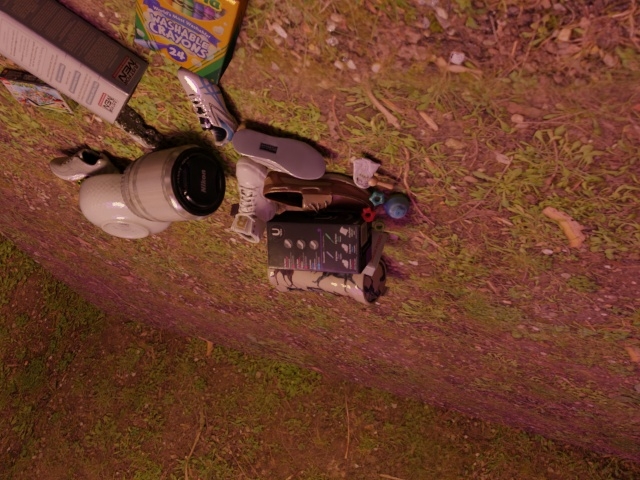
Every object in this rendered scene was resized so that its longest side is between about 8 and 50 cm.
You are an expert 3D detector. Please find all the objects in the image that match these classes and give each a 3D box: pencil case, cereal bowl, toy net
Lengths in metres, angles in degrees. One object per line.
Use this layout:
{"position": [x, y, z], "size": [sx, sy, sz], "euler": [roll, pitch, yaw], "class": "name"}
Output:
{"position": [0.027, 0.121, 1.991], "size": [0.409, 0.160, 0.183], "euler": [6, 159, 31], "class": "pencil case"}
{"position": [-0.677, -0.098, 2.022], "size": [0.338, 0.141, 0.339], "euler": [2, 160, 1], "class": "cereal bowl"}
{"position": [0.140, -0.129, 1.521], "size": [0.122, 0.045, 0.232], "euler": [-29, 120, 17], "class": "toy net"}

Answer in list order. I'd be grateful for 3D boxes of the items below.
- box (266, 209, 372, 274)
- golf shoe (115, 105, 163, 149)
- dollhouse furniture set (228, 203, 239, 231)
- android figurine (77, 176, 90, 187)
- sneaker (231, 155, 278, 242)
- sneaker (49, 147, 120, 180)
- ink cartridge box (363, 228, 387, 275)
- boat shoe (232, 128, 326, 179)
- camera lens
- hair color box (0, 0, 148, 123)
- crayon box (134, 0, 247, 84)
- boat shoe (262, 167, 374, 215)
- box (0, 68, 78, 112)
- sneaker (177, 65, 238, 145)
{"position": [0.000, 0.000, 1.627], "size": [0.270, 0.165, 0.144], "euler": [2, 105, 16], "class": "box"}
{"position": [-0.553, -0.326, 1.692], "size": [0.086, 0.069, 0.176], "euler": [3, 148, 45], "class": "golf shoe"}
{"position": [-0.239, -0.071, 1.933], "size": [0.114, 0.091, 0.081], "euler": [-6, 158, 39], "class": "dollhouse furniture set"}
{"position": [-0.806, -0.164, 2.200], "size": [0.248, 0.056, 0.273], "euler": [16, 153, 10], "class": "android figurine"}
{"position": [-0.209, -0.106, 1.730], "size": [0.108, 0.169, 0.293], "euler": [14, 152, 19], "class": "sneaker"}
{"position": [-0.825, -0.274, 1.983], "size": [0.262, 0.099, 0.121], "euler": [7, 144, 13], "class": "sneaker"}
{"position": [0.103, 0.018, 1.769], "size": [0.175, 0.128, 0.072], "euler": [20, 156, 5], "class": "ink cartridge box"}
{"position": [-0.105, -0.230, 1.523], "size": [0.258, 0.095, 0.084], "euler": [24, -178, 2], "class": "boat shoe"}
{"position": [-0.439, -0.166, 1.728], "size": [0.274, 0.220, 0.219], "euler": [-2, 146, 39], "class": "camera lens"}
{"position": [-0.639, -0.469, 1.428], "size": [0.374, 0.114, 0.185], "euler": [33, 152, -20], "class": "hair color box"}
{"position": [-0.259, -0.478, 1.155], "size": [0.203, 0.083, 0.323], "euler": [26, 153, -9], "class": "crayon box"}
{"position": [-0.011, -0.120, 1.606], "size": [0.324, 0.117, 0.123], "euler": [14, 153, 15], "class": "boat shoe"}
{"position": [-0.839, -0.445, 1.713], "size": [0.206, 0.036, 0.114], "euler": [13, 152, 18], "class": "box"}
{"position": [-0.285, -0.334, 1.446], "size": [0.085, 0.086, 0.237], "euler": [7, 149, 31], "class": "sneaker"}
